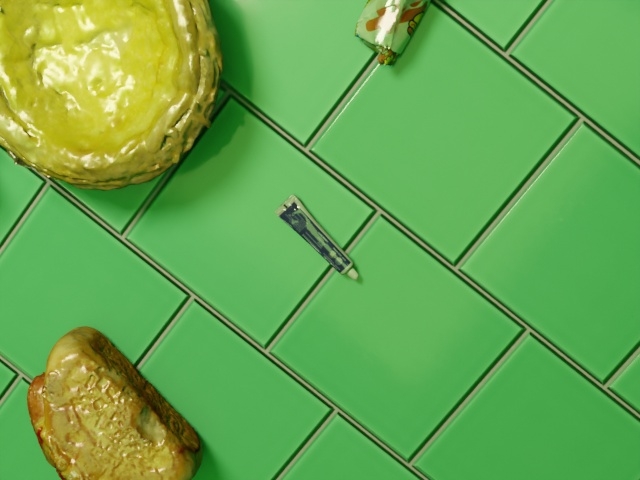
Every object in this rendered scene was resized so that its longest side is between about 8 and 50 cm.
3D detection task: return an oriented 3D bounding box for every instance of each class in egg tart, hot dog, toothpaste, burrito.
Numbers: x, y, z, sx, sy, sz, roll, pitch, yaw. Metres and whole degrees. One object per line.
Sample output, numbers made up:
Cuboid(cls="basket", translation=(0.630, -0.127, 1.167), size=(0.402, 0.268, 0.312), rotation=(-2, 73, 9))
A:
Cuboid(cls="egg tart", translation=(-0.276, -0.230, 0.993), size=(0.345, 0.132, 0.345), rotation=(1, 98, 7))
Cuboid(cls="hot dog", translation=(-0.288, 0.251, 1.066), size=(0.153, 0.150, 0.256), rotation=(-43, 92, 0))
Cuboid(cls="toothpaste", translation=(0.000, 0.000, 1.055), size=(0.037, 0.021, 0.140), rotation=(-44, 90, 11))
Cuboid(cls="burrito", translation=(0.110, -0.359, 0.976), size=(0.104, 0.054, 0.288), rotation=(28, 102, 3))
